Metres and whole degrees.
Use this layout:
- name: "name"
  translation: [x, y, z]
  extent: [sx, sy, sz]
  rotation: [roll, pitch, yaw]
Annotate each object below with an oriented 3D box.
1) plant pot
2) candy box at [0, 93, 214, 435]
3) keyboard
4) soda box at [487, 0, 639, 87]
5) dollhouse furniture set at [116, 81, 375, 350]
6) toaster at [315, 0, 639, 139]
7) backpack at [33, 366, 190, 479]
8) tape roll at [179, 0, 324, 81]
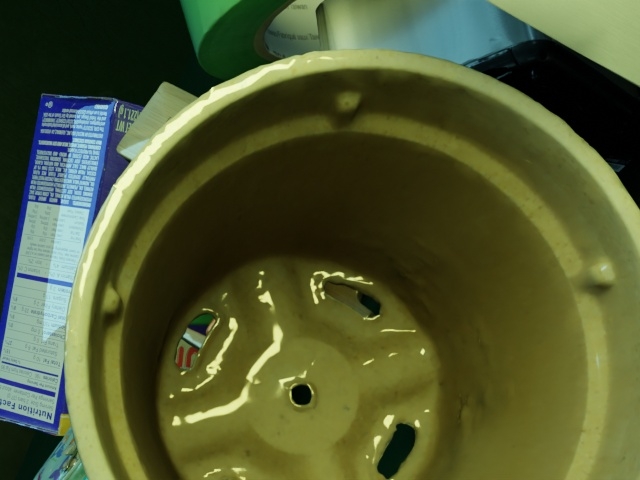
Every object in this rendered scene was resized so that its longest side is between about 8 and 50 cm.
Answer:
- name: "plant pot"
  translation: [0.009, 0.088, 0.864]
  extent: [0.305, 0.334, 0.334]
  rotation: [129, 162, -75]
- name: "candy box"
  translation: [-0.168, 0.037, 1.359]
  extent: [0.122, 0.268, 0.317]
  rotation: [9, 88, 41]
- name: "keyboard"
  translation: [0.194, -0.028, 0.910]
  extent: [0.100, 0.038, 0.192]
  rotation: [-42, 14, -4]
- name: "soda box"
  translation: [0.156, -0.150, 0.718]
  extent: [0.098, 0.286, 0.091]
  rotation: [-57, 17, 23]
- name: "dollhouse furniture set"
  translation: [-0.040, -0.021, 1.139]
  extent: [0.135, 0.259, 0.262]
  rotation: [28, 80, 34]
- name: "toaster"
  translation: [0.099, -0.117, 0.919]
  extent: [0.168, 0.185, 0.110]
  rotation: [-22, 68, 30]
- name: "backpack"
  translation: [-0.135, 0.237, 1.199]
  extent: [0.253, 0.225, 0.191]
  rotation: [-60, 16, -21]
- name: "tape roll"
  translation: [0.055, -0.206, 0.984]
  extent: [0.321, 0.321, 0.077]
  rotation: [-32, 73, 63]
